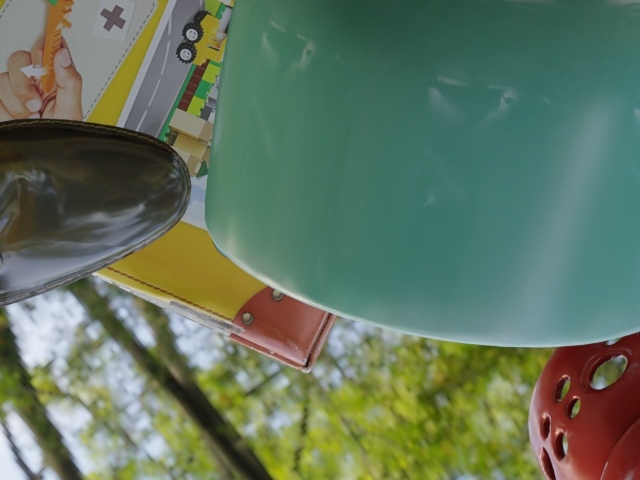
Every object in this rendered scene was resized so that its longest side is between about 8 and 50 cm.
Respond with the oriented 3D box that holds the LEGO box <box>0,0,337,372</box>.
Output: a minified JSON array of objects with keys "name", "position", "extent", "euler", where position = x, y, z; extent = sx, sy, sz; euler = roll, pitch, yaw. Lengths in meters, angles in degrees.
[{"name":"LEGO box","position":[-0.082,-0.223,1.228],"extent":[0.500,0.372,0.193],"euler":[-64,-156,2]}]

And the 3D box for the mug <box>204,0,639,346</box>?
[{"name":"mug","position":[0.052,-0.043,0.499],"extent":[0.157,0.097,0.129],"euler":[-2,-157,-25]}]

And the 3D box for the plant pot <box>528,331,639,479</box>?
[{"name":"plant pot","position":[0.270,0.163,1.424],"extent":[0.191,0.191,0.174],"euler":[-31,-155,2]}]

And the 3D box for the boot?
[{"name":"boot","position":[-0.142,-0.007,0.769],"extent":[0.219,0.082,0.106],"euler":[-9,-174,-24]}]
